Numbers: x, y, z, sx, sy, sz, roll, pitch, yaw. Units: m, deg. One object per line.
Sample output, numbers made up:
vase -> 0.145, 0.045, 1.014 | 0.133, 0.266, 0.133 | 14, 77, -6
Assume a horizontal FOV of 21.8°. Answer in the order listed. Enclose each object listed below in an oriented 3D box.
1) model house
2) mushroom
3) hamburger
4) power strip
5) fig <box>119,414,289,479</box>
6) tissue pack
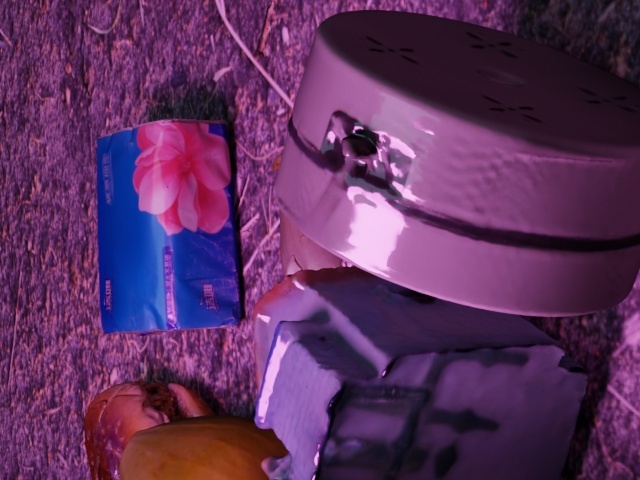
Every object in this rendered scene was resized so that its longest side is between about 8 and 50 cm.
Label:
model house -> 0.052, 0.130, 1.630 | 0.329, 0.295, 0.251 | 50, 134, 50
mushroom -> 0.000, 0.007, 1.875 | 0.108, 0.096, 0.247 | 105, 155, -68
hamburger -> -0.214, 0.312, 2.165 | 0.286, 0.146, 0.243 | 50, 137, 40
power strip -> 0.127, -0.072, 1.447 | 0.357, 0.358, 0.161 | 41, 122, 47
fig -> -0.130, 0.308, 1.960 | 0.230, 0.207, 0.207 | -6, 86, 29
tissue pack -> -0.205, -0.012, 2.134 | 0.209, 0.137, 0.269 | -5, 87, 57
